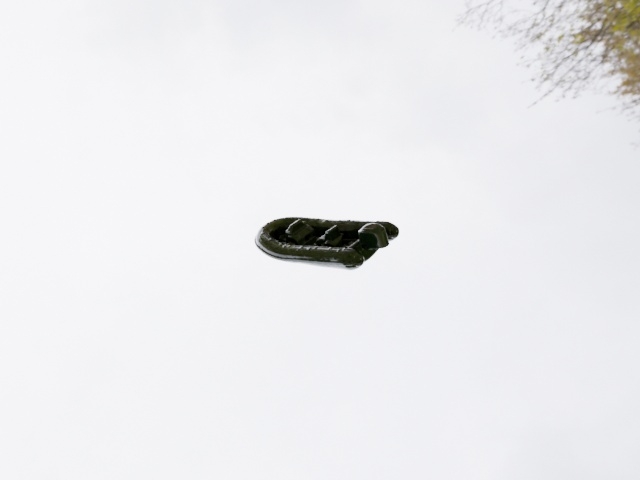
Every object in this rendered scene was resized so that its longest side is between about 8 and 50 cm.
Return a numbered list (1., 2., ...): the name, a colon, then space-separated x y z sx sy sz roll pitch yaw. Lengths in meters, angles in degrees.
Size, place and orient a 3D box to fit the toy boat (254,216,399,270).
1. toy boat: 0.000 0.000 0.757 0.104 0.210 0.052 -37 -59 -38
